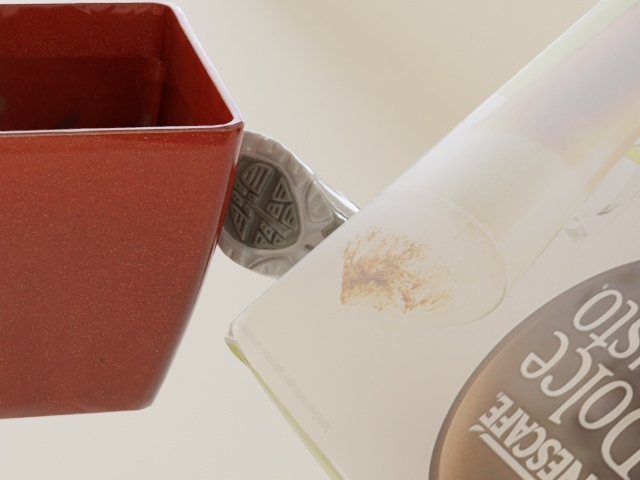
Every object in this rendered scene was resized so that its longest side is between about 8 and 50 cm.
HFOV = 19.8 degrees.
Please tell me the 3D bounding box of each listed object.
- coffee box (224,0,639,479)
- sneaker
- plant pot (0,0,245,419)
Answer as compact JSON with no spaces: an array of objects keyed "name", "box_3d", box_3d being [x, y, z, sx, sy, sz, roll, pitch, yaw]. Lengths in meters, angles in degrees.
[{"name":"coffee box","box_3d":[0.219,0.099,0.763,0.334,0.338,0.337,-40,-156,-3]},{"name":"sneaker","box_3d":[0.000,0.000,1.362,0.090,0.232,0.115,-53,172,6]},{"name":"plant pot","box_3d":[-0.213,-0.018,1.306,0.267,0.267,0.235,-120,-150,-61]}]
